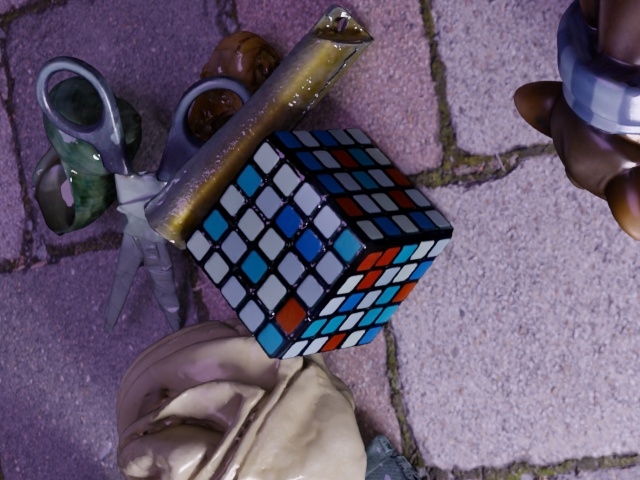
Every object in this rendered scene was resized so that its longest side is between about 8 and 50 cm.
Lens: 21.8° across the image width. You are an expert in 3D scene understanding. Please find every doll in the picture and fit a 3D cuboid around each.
[{"bbox_3d":[0.331,-0.182,1.529,0.318,0.209,0.339,38,134,31],"label":"doll"}]

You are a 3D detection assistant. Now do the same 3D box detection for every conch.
[{"bbox_3d":[-0.285,-0.111,2.037,0.188,0.122,0.175,117,158,-60],"label":"conch"}]

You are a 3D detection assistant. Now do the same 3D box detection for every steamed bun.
[{"bbox_3d":[-0.115,0.206,1.875,0.276,0.203,0.289,-36,50,20],"label":"steamed bun"}]

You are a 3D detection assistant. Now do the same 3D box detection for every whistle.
[{"bbox_3d":[-0.069,-0.127,1.854,0.326,0.068,0.057,-48,30,0],"label":"whistle"}]

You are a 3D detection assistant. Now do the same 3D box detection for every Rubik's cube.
[{"bbox_3d":[0.000,0.000,1.824,0.184,0.182,0.187,51,120,22],"label":"Rubik's cube"}]

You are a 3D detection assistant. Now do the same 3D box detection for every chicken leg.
[{"bbox_3d":[-0.113,-0.158,1.963,0.101,0.085,0.207,46,128,8],"label":"chicken leg"}]

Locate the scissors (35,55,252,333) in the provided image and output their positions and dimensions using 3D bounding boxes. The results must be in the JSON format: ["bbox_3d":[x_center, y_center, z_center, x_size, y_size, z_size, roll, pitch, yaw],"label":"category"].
[{"bbox_3d":[-0.213,-0.039,1.976,0.256,0.029,0.383,9,124,4],"label":"scissors"}]

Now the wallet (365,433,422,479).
[{"bbox_3d":[0.092,0.418,1.858,0.237,0.075,0.342,-46,66,22],"label":"wallet"}]
